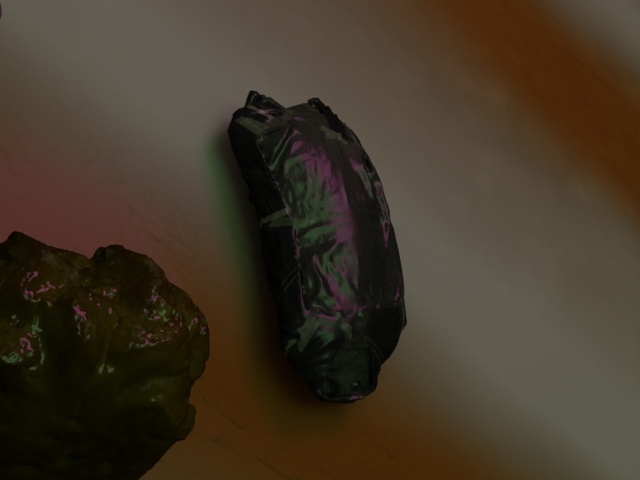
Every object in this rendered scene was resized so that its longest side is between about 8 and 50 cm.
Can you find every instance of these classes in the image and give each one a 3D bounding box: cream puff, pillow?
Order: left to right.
[{"bbox_3d":[-0.205,0.098,0.838,0.244,0.244,0.196,40,37,-15],"label":"cream puff"},{"bbox_3d":[0.000,0.000,1.123,0.161,0.092,0.335,-3,71,-32],"label":"pillow"}]
